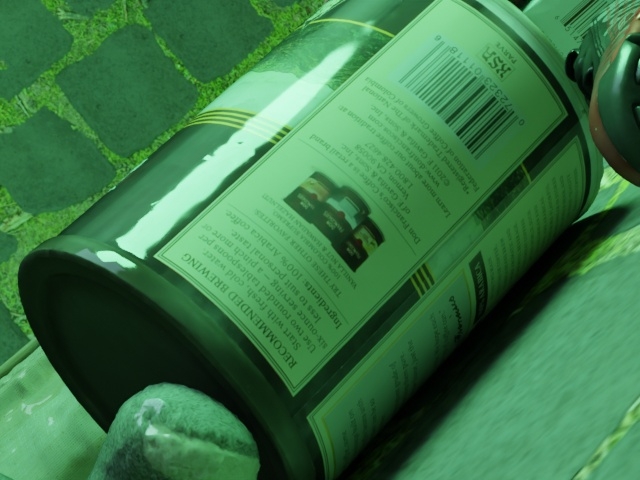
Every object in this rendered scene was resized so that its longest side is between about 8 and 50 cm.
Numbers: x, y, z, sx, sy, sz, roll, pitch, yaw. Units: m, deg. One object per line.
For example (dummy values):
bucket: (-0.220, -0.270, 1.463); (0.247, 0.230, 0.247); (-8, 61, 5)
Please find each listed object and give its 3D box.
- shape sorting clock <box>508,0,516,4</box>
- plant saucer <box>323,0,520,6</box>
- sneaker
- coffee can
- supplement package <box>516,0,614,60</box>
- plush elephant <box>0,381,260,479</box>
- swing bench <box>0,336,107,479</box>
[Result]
shape sorting clock: (0.077, -0.137, 1.224); (0.206, 0.040, 0.206); (-43, -4, -3)
plant saucer: (0.130, -0.234, 1.329); (0.332, 0.084, 0.332); (-29, -21, -12)
sneaker: (0.180, -0.079, 0.810); (0.135, 0.097, 0.276); (-38, 5, 36)
coffee can: (0.000, 0.000, 0.910); (0.275, 0.201, 0.201); (-44, 6, -28)
supplement package: (0.218, -0.171, 1.240); (0.105, 0.105, 0.179); (-42, 4, 20)
plush elephant: (-0.232, 0.194, 0.752); (0.255, 0.272, 0.330); (-23, -44, -63)
swing bench: (-0.198, 0.154, 1.304); (0.253, 0.165, 0.254); (-40, 6, 11)
